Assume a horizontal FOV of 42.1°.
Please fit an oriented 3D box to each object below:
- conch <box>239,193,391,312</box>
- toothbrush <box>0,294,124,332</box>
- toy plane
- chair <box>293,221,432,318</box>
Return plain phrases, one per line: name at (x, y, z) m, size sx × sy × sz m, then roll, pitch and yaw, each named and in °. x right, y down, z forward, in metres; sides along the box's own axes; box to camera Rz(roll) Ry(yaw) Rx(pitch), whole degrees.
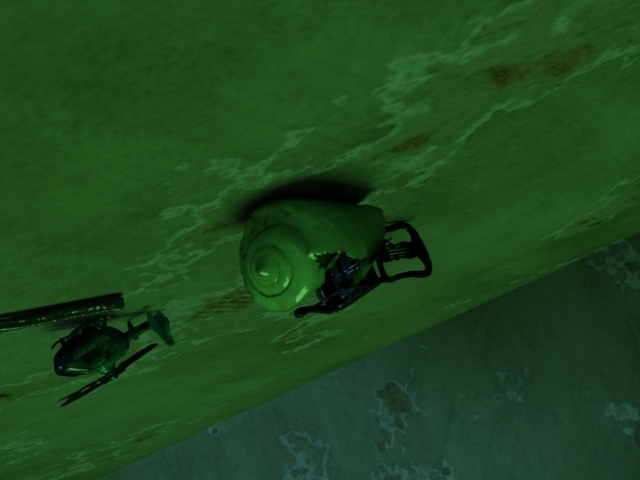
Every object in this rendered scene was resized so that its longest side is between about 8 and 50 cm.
conch at (0.010, 0.008, 1.052) m, size 0.251 × 0.137 × 0.143 m, roll -9°, pitch 159°, yaw -39°
toothbrush at (-0.387, 0.107, 1.069) m, size 0.297 × 0.030 × 0.030 m, roll -11°, pitch -173°, yaw -38°
toy plane at (-0.307, 0.155, 1.219) m, size 0.060 × 0.096 × 0.235 m, roll -31°, pitch 180°, yaw 39°
chair at (0.057, 0.041, 1.286) m, size 0.229 × 0.106 × 0.113 m, roll -2°, pitch 155°, yaw -47°
